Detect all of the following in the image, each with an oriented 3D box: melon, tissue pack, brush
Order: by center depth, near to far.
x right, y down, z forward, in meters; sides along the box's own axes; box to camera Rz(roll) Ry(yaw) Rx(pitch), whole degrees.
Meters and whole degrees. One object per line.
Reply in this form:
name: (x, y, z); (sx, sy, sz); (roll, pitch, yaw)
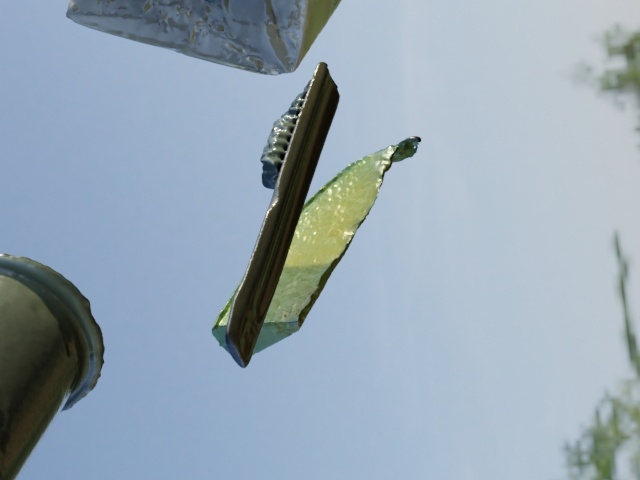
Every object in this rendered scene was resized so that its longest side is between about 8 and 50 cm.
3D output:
brush: (-0.027, -0.018, 0.981); (0.034, 0.028, 0.190); (65, -145, -51)
melon: (0.001, 0.000, 1.622); (0.053, 0.261, 0.114); (42, 170, -23)
tissue pack: (-0.108, -0.374, 2.151); (0.380, 0.297, 0.207); (-61, -17, -57)

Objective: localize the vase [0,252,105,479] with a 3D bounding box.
vase: (-0.408, 0.183, 2.042); (0.291, 0.245, 0.245); (-65, -35, -56)
